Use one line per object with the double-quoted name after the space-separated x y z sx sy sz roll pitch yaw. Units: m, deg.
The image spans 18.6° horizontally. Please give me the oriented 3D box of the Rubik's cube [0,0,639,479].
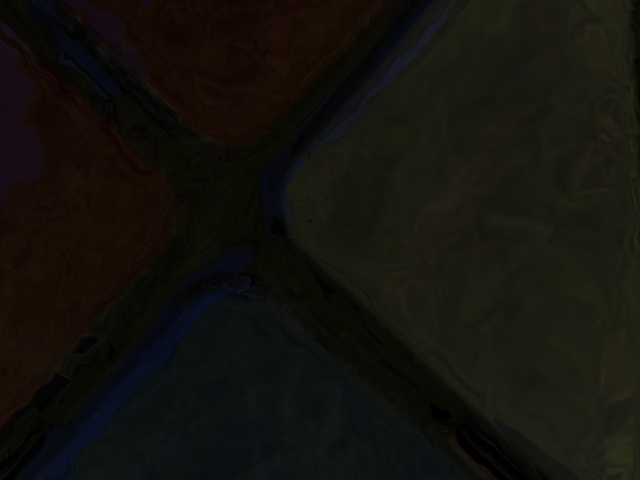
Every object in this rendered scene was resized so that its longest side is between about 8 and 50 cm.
0.000 0.000 0.737 0.310 0.305 0.307 26 -119 -76 "Rubik's cube"
